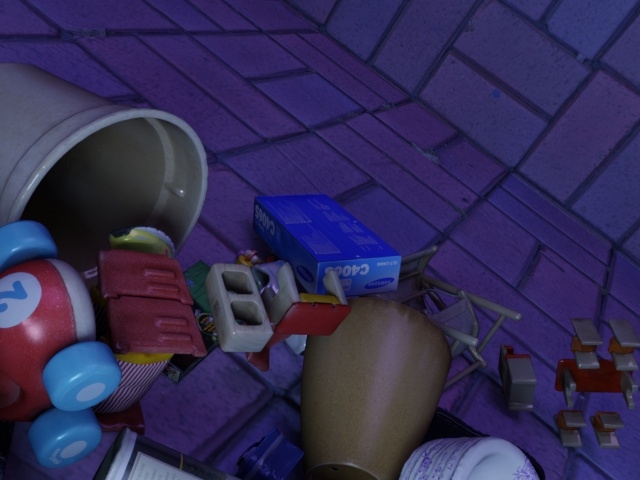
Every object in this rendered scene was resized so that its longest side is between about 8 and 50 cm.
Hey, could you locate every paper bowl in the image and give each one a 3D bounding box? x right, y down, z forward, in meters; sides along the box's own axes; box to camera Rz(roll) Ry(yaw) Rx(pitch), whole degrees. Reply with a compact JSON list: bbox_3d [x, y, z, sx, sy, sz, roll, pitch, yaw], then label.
[{"bbox_3d":[0.180,0.403,0.926,0.284,0.148,0.284,20,63,-46],"label":"paper bowl"}]

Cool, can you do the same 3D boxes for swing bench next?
[{"bbox_3d":[0.227,0.154,1.446,0.255,0.165,0.253,40,28,24],"label":"swing bench"}]

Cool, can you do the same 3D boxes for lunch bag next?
[{"bbox_3d":[-0.076,0.306,0.967,0.065,0.067,0.098,38,29,9],"label":"lunch bag"}]

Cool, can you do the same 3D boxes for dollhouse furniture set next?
[{"bbox_3d":[0.508,0.279,1.471,0.259,0.262,0.135,1,27,4],"label":"dollhouse furniture set"},{"bbox_3d":[-0.149,0.145,0.971,0.374,0.201,0.152,8,44,-35],"label":"dollhouse furniture set"}]

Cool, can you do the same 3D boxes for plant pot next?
[{"bbox_3d":[0.065,0.255,1.064,0.237,0.237,0.254,29,41,-9],"label":"plant pot"},{"bbox_3d":[-0.394,-0.104,1.066,0.305,0.333,0.334,34,25,26],"label":"plant pot"}]

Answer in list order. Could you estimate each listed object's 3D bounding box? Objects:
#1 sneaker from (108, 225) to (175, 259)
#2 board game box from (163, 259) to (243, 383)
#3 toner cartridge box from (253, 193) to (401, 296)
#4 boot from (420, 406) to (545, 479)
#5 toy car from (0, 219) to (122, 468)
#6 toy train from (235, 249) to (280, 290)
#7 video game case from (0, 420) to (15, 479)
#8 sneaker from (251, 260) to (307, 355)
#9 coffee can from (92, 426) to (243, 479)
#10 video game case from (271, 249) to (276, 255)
[{"bbox_3d":[-0.242,0.060,1.023,0.081,0.208,0.094,-10,52,7],"label":"sneaker"},{"bbox_3d":[-0.212,0.122,1.161,0.136,0.030,0.260,35,27,8],"label":"board game box"},{"bbox_3d":[0.000,0.000,1.378,0.165,0.075,0.348,-5,24,-22],"label":"toner cartridge box"},{"bbox_3d":[0.239,0.386,1.146,0.246,0.094,0.207,30,23,8],"label":"boot"},{"bbox_3d":[-0.367,0.125,0.733,0.238,0.210,0.219,-11,51,-40],"label":"toy car"},{"bbox_3d":[-0.102,0.061,1.357,0.125,0.046,0.166,28,28,-11],"label":"toy train"},{"bbox_3d":[-0.445,0.220,0.733,0.232,0.042,0.210,20,30,-25],"label":"video game case"},{"bbox_3d":[-0.074,0.119,1.253,0.083,0.071,0.190,5,48,-43],"label":"sneaker"},{"bbox_3d":[-0.119,0.338,0.723,0.275,0.201,0.201,28,28,-11],"label":"coffee can"},{"bbox_3d":[-0.008,0.023,1.547,0.190,0.022,0.173,29,28,-9],"label":"video game case"}]
